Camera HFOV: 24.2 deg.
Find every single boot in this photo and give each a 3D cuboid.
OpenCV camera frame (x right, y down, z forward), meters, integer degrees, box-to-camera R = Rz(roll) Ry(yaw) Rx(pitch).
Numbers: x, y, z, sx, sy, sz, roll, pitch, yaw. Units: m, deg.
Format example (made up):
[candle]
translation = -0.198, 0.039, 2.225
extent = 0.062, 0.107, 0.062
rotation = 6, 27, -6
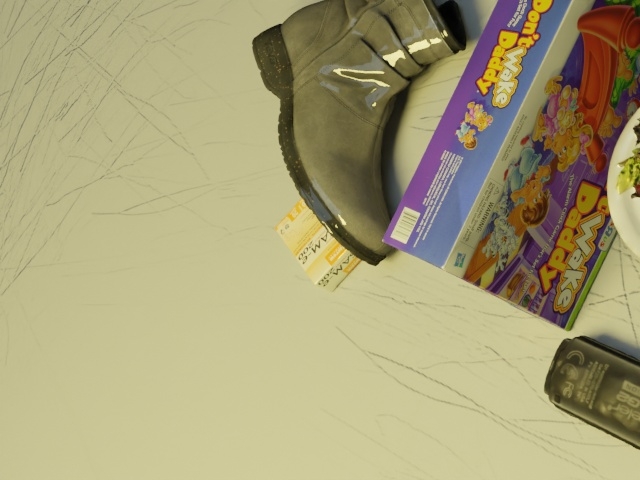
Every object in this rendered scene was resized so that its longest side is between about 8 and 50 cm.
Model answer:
[boot]
translation = 0.064, -0.160, 1.615
extent = 0.222, 0.118, 0.338
rotation = -31, 61, 19

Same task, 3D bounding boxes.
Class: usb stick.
[usb stick]
translation = 0.322, 0.164, 1.336
extent = 0.278, 0.045, 0.077
rotation = 25, 97, 40

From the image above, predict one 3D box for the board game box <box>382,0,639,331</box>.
[board game box]
translation = 0.222, -0.111, 1.389
extent = 0.078, 0.233, 0.347
rotation = 26, 91, 41

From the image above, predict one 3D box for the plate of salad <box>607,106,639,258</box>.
[plate of salad]
translation = 0.337, -0.065, 1.298
extent = 0.200, 0.048, 0.200
rotation = -15, 64, 34

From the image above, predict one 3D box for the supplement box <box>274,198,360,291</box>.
[supplement box]
translation = 0.000, 0.000, 1.650
extent = 0.062, 0.036, 0.098
rotation = -48, 52, 15
